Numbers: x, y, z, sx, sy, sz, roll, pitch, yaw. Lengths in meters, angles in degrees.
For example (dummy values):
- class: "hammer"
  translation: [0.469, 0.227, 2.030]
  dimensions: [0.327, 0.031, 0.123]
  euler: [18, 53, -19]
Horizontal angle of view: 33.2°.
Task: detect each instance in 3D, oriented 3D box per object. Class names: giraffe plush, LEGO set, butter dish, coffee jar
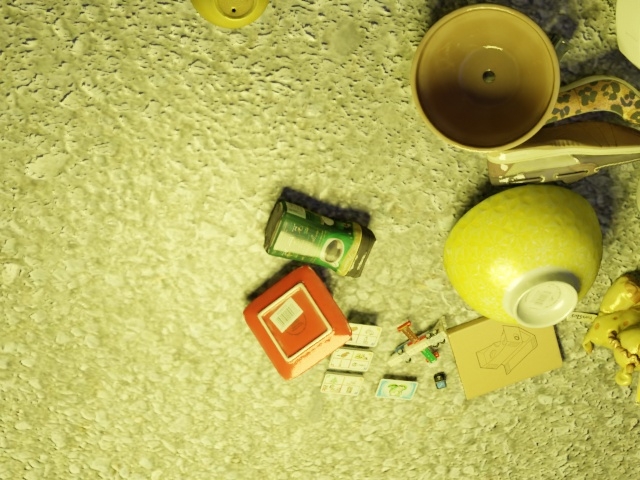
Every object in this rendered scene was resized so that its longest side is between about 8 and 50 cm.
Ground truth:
- class: "giraffe plush"
  translation: [0.593, 0.178, 2.016]
  dimensions: [0.210, 0.170, 0.181]
  euler: [-10, 117, -6]
- class: "LEGO set"
  translation: [0.135, 0.221, 2.035]
  dimensions: [0.244, 0.060, 0.182]
  euler: [7, 126, -13]
- class: "butter dish"
  translation: [-0.028, 0.145, 1.920]
  dimensions: [0.160, 0.118, 0.160]
  euler: [-37, 77, 15]
- class: "coffee jar"
  translation: [0.000, 0.000, 1.868]
  dimensions: [0.184, 0.079, 0.096]
  euler: [17, 109, -17]

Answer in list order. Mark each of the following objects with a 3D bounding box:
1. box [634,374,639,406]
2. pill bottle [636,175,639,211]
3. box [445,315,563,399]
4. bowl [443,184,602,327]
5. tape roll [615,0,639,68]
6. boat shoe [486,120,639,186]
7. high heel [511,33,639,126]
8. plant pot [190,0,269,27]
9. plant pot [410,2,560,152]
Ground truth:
- class: "box"
  translation: [0.669, 0.163, 1.932]
  dimensions: [0.257, 0.079, 0.322]
  euler: [25, 75, -50]
- class: "pill bottle"
  translation: [0.716, -0.072, 1.931]
  dimensions: [0.264, 0.146, 0.146]
  euler: [15, 112, -18]
- class: "box"
  translation: [0.356, 0.207, 2.070]
  dimensions: [0.201, 0.021, 0.164]
  euler: [-20, 118, 0]
- class: "bowl"
  translation: [0.372, 0.060, 1.884]
  dimensions: [0.289, 0.156, 0.289]
  euler: [-5, 134, -6]
- class: "tape roll"
  translation: [0.655, -0.417, 1.727]
  dimensions: [0.392, 0.072, 0.392]
  euler: [-16, 133, -18]
- class: "boat shoe"
  translation: [0.428, -0.144, 1.871]
  dimensions: [0.285, 0.103, 0.092]
  euler: [-6, 122, -4]
- class: "high heel"
  translation: [0.446, -0.206, 1.837]
  dimensions: [0.261, 0.093, 0.186]
  euler: [34, 100, -6]
- class: "plant pot"
  translation: [-0.135, -0.382, 1.646]
  dimensions: [0.134, 0.095, 0.134]
  euler: [-4, 116, -8]
- class: "plant pot"
  translation: [0.271, -0.266, 1.750]
  dimensions: [0.237, 0.110, 0.237]
  euler: [3, 103, 13]
